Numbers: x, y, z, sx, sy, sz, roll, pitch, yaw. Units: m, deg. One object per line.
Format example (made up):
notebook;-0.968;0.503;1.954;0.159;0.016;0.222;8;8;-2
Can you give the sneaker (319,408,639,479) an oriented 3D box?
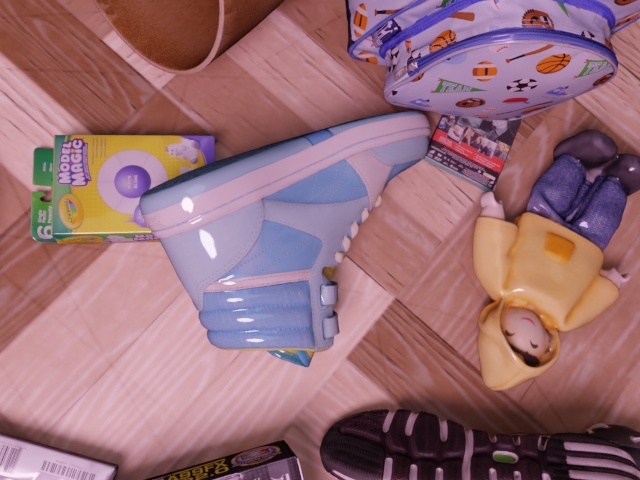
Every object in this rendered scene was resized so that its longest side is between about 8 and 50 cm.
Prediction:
sneaker;0.138;0.256;0.637;0.281;0.106;0.162;4;115;16

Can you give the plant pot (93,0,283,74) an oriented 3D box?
plant pot;-0.090;-0.328;0.700;0.237;0.237;0.254;48;57;4

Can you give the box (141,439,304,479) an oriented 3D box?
box;-0.096;0.327;0.567;0.216;0.060;0.270;-13;90;-12

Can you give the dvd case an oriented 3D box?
dvd case;0.175;-0.123;0.783;0.087;0.013;0.119;26;74;-3

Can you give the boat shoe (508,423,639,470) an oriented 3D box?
boat shoe;0.286;0.224;0.691;0.233;0.084;0.079;8;36;-1

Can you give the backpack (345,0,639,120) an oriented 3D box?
backpack;0.174;-0.236;0.649;0.277;0.263;0.213;-4;75;-31

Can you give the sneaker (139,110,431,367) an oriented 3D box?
sneaker;0.000;0.000;0.678;0.319;0.127;0.208;-23;101;-29

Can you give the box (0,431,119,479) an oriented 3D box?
box;-0.274;0.266;0.590;0.145;0.038;0.186;17;73;-6

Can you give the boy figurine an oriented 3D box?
boy figurine;0.231;0.019;0.717;0.177;0.092;0.285;36;69;-2

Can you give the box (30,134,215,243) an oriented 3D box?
box;-0.193;-0.051;0.685;0.179;0.043;0.105;-2;76;-9
